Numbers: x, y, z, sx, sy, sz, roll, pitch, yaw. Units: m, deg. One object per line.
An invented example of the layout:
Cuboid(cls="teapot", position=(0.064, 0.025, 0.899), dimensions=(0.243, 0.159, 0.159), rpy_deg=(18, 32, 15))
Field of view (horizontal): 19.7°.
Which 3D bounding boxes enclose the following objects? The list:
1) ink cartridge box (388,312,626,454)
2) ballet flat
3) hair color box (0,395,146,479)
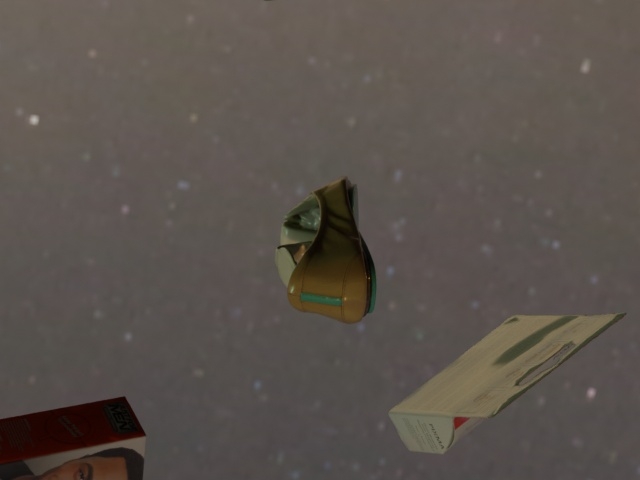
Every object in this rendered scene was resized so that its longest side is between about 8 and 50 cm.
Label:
Cuboid(cls="ink cartridge box", position=(0.194, 0.145, 1.860), dimensions=(0.189, 0.066, 0.232), rpy_deg=(-35, -166, -21))
Cuboid(cls="ballet flat", position=(0.000, 0.000, 1.464), dimensions=(0.073, 0.080, 0.232), rpy_deg=(0, -163, -3))
Cuboid(cls="hair color box", position=(-0.183, 0.148, 1.145), dimensions=(0.141, 0.072, 0.043), rpy_deg=(-10, -143, -23))
